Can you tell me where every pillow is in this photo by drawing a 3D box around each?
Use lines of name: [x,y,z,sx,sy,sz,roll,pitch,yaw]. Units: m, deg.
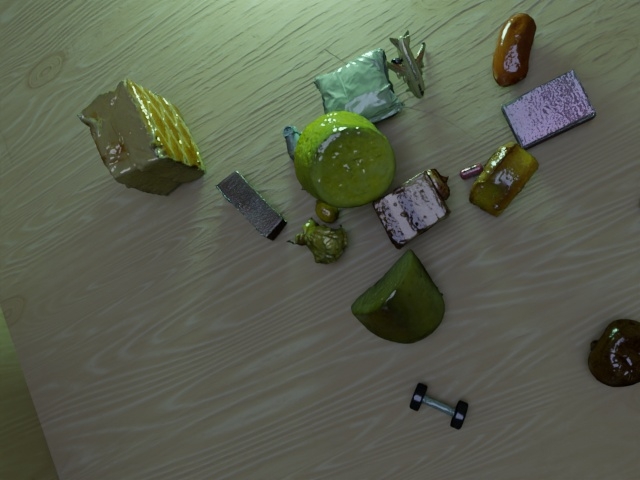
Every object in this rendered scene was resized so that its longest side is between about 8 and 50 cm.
pillow: [0.141,-0.558,1.955,0.310,0.138,0.283,-23,81,18]

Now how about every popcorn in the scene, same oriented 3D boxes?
popcorn: [0.001,-0.003,1.958,0.195,0.168,0.173,38,75,13]

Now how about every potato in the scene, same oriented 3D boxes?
potato: [0.298,0.258,1.788,0.280,0.213,0.330,38,115,-13]

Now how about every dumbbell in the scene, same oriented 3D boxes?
dumbbell: [0.423,0.591,1.841,0.191,0.100,0.100,20,94,16]

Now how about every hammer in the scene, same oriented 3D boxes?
hammer: [0.548,-0.250,1.867,0.083,0.043,0.043,-20,82,15]

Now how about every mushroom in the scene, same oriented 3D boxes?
mushroom: [0.983,0.370,1.656,0.194,0.138,0.231,23,95,16]

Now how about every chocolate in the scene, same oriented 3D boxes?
chocolate: [-0.278,-0.148,2.088,0.112,0.112,0.321,-46,76,2]

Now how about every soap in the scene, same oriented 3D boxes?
soap: [0.782,-0.443,1.781,0.259,0.081,0.181,-27,81,16]

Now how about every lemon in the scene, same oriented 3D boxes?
lemon: [0.023,-0.116,2.003,0.110,0.082,0.082,46,101,7]

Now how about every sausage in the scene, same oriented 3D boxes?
sausage: [0.675,-0.667,1.802,0.133,0.133,0.258,12,93,17]

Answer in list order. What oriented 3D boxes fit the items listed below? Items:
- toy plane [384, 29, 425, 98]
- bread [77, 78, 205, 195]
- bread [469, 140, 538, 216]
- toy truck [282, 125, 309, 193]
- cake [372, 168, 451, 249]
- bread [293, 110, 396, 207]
toy plane: [0.326,-0.643,1.904,0.092,0.229,0.244,9,125,51]
bread: [-0.709,-0.401,2.091,0.279,0.371,0.390,-33,80,14]
bread: [0.618,-0.202,1.763,0.160,0.147,0.260,40,113,7]
toy truck: [-0.068,-0.318,2.008,0.108,0.140,0.256,-24,81,14]
cake: [0.351,-0.121,1.850,0.293,0.196,0.198,-31,81,10]
bread: [0.093,-0.277,1.804,0.348,0.308,0.348,-3,105,-12]
